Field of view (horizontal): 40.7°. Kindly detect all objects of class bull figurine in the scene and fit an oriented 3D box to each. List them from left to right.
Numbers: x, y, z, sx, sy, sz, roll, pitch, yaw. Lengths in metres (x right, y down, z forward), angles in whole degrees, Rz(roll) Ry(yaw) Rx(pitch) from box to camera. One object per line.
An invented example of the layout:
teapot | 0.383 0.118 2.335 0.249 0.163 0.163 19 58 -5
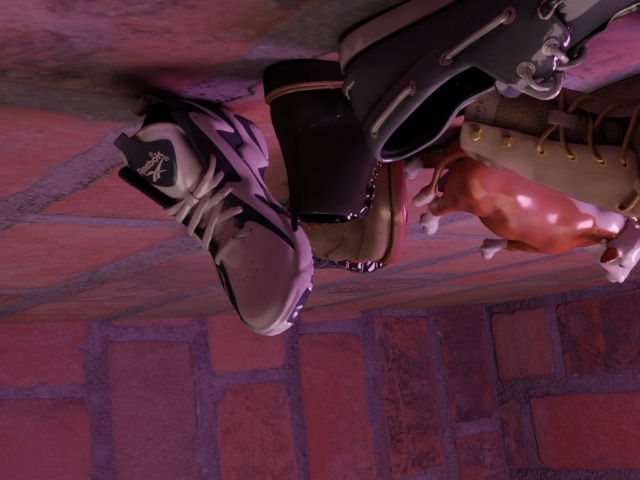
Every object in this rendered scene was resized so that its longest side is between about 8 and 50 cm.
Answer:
bull figurine | 0.247 -0.036 1.053 0.310 0.101 0.188 29 154 -27

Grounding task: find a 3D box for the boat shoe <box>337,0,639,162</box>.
boat shoe | 0.141 -0.134 0.582 0.116 0.099 0.319 3 167 -43

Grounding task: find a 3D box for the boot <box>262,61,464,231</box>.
boot | 0.052 -0.078 0.748 0.198 0.137 0.077 -4 170 -18

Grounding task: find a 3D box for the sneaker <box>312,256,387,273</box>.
sneaker | 0.000 0.000 1.393 0.268 0.101 0.106 -3 -168 -24

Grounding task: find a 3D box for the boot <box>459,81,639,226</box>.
boot | 0.211 -0.090 0.691 0.204 0.095 0.262 25 178 16

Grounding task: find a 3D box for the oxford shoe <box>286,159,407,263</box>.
oxford shoe | 0.024 -0.026 1.103 0.130 0.122 0.348 1 168 -11

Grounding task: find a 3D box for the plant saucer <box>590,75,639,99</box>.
plant saucer | 0.411 -0.103 0.937 0.311 0.050 0.310 3 163 1

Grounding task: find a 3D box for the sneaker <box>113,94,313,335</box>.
sneaker | -0.101 -0.033 0.717 0.094 0.234 0.153 -34 144 31
